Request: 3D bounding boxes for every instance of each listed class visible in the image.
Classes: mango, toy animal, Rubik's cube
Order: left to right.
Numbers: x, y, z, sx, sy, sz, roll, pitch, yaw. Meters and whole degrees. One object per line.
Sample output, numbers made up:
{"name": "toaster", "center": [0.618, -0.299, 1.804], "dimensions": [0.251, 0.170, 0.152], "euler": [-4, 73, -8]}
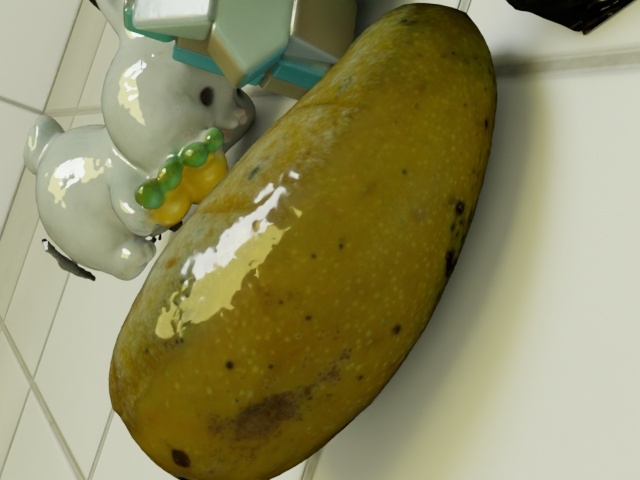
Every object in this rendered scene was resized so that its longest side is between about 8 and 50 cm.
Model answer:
{"name": "toy animal", "center": [-0.179, -0.120, 0.946], "dimensions": [0.247, 0.183, 0.310], "euler": [47, 123, 25]}
{"name": "Rubik's cube", "center": [-0.044, -0.251, 0.758], "dimensions": [0.213, 0.224, 0.265], "euler": [168, 116, -79]}
{"name": "mango", "center": [0.003, 0.006, 0.560], "dimensions": [0.329, 0.175, 0.176], "euler": [-47, 53, 7]}

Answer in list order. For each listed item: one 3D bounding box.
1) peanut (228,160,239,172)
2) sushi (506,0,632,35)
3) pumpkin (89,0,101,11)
{"name": "peanut", "center": [-0.045, -0.008, 0.739], "dimensions": [0.080, 0.080, 0.174], "euler": [-53, 33, 32]}
{"name": "sushi", "center": [0.101, -0.219, 0.514], "dimensions": [0.153, 0.150, 0.172], "euler": [-34, 44, 51]}
{"name": "pumpkin", "center": [-0.228, -0.454, 1.281], "dimensions": [0.320, 0.192, 0.320], "euler": [-39, 42, 47]}
